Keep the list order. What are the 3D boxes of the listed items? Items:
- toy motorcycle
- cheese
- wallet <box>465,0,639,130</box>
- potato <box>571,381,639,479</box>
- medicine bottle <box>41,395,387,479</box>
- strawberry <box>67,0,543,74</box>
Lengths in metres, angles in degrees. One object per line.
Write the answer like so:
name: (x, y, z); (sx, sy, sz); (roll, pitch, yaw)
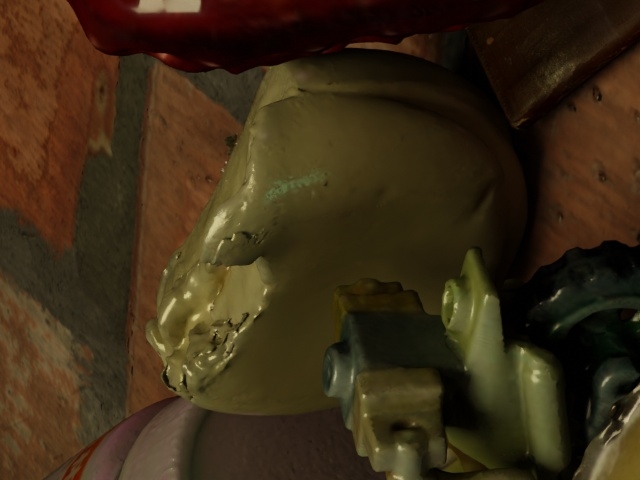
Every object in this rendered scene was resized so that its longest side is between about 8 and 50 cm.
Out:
toy motorcycle: (0.089, 0.174, 1.180); (0.169, 0.237, 0.410); (-108, 24, -55)
cheese: (0.000, 0.000, 1.229); (0.127, 0.233, 0.266); (60, 142, 36)
wallet: (0.149, -0.141, 1.129); (0.176, 0.026, 0.095); (-41, 71, 50)
potato: (0.262, 0.140, 0.896); (0.196, 0.246, 0.300); (61, 144, 41)
medicine bottle: (-0.101, 0.235, 1.463); (0.388, 0.219, 0.219); (-36, 74, 54)
strawberry: (0.013, -0.240, 1.089); (0.345, 0.295, 0.317); (11, 89, 15)
